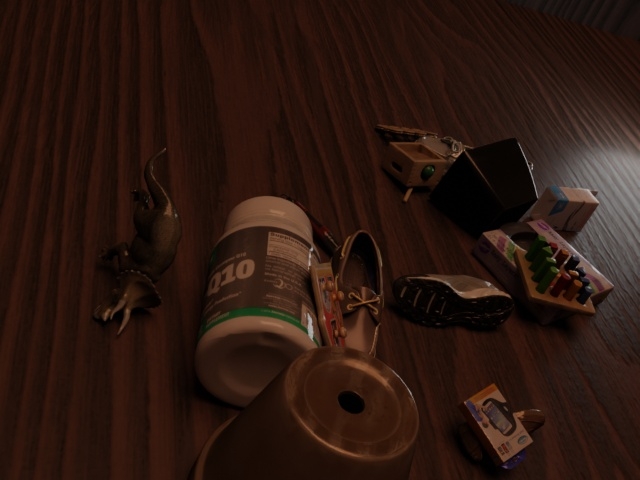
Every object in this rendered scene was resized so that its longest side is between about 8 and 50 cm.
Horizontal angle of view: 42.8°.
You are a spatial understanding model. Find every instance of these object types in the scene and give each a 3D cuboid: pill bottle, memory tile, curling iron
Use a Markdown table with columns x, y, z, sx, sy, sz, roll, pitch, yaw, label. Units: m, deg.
| x | y | z | sx | sy | sz | roll | pitch | yaw | label |
| --- | --- | --- | --- | --- | --- | --- | --- | --- | --- |
| -0.099 | 0.094 | 1.418 | 0.204 | 0.204 | 0.361 | 15 | 36 | -12 | pill bottle |
| 0.235 | -0.299 | 2.227 | 0.148 | 0.012 | 0.113 | 3 | 13 | -27 | memory tile |
| 0.000 | 0.000 | 1.743 | 0.068 | 0.035 | 0.274 | -37 | 70 | -28 | curling iron |

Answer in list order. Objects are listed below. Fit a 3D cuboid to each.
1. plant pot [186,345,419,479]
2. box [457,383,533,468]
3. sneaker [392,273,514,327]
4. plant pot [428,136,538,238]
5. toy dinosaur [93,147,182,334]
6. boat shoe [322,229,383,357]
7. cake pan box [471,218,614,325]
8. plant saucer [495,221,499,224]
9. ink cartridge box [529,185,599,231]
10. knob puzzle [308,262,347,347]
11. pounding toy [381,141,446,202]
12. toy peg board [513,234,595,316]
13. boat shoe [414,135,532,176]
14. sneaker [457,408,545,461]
| x | y | z | sx | sy | sz | roll | pitch | yaw | label |
| --- | --- | --- | --- | --- | --- | --- | --- | --- | --- |
| -0.005 | 0.308 | 1.137 | 0.323 | 0.280 | 0.323 | 15 | 37 | -11 | plant pot |
| 0.308 | 0.325 | 1.417 | 0.081 | 0.028 | 0.136 | -23 | 69 | -34 | box |
| 0.266 | 0.116 | 1.705 | 0.272 | 0.100 | 0.108 | 11 | 24 | -24 | sneaker |
| 0.415 | -0.118 | 1.995 | 0.187 | 0.188 | 0.167 | -18 | 64 | -32 | plant pot |
| -0.294 | 0.002 | 1.427 | 0.121 | 0.313 | 0.160 | 26 | 1 | -45 | toy dinosaur |
| 0.067 | 0.115 | 1.561 | 0.117 | 0.096 | 0.324 | 18 | 42 | -12 | boat shoe |
| 0.521 | 0.064 | 1.927 | 0.246 | 0.070 | 0.267 | -9 | 48 | -40 | cake pan box |
| 0.451 | -0.055 | 2.083 | 0.083 | 0.013 | 0.083 | 16 | 37 | -12 | plant saucer |
| 0.658 | -0.082 | 2.157 | 0.180 | 0.104 | 0.060 | 3 | 41 | -26 | ink cartridge box |
| 0.027 | 0.133 | 1.397 | 0.030 | 0.213 | 0.213 | -12 | 37 | 9 | knob puzzle |
| 0.233 | -0.173 | 2.056 | 0.130 | 0.100 | 0.141 | -5 | 34 | -35 | pounding toy |
| 0.530 | 0.070 | 1.803 | 0.161 | 0.079 | 0.161 | 14 | 38 | -14 | toy peg board |
| 0.404 | -0.217 | 2.185 | 0.320 | 0.103 | 0.118 | 21 | 35 | -3 | boat shoe |
| 0.332 | 0.354 | 1.469 | 0.188 | 0.066 | 0.071 | -3 | 60 | -25 | sneaker |
